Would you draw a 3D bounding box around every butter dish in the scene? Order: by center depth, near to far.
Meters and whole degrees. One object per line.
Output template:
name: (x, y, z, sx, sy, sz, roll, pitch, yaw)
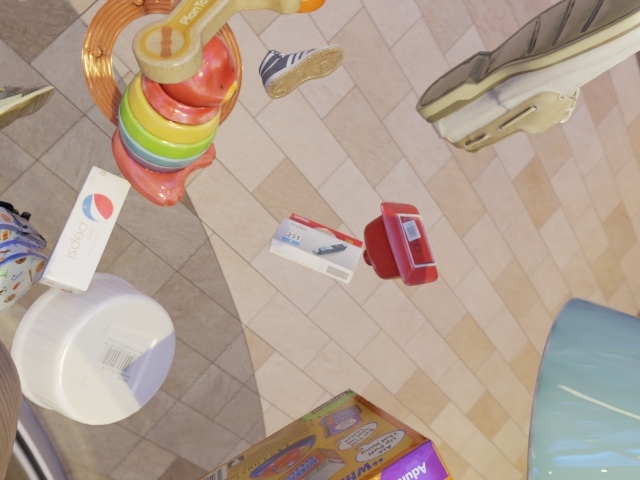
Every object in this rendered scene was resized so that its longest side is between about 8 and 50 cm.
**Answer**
butter dish: (0.134, 0.017, 0.993, 0.160, 0.118, 0.159, -2, 74, -55)

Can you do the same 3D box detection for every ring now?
ring: (-0.337, -0.372, 1.128, 0.337, 0.032, 0.336, -3, 107, -11)

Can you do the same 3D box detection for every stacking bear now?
stacking bear: (-0.219, -0.208, 0.810, 0.164, 0.289, 0.175, 37, 53, -10)

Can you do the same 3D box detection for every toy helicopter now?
toy helicopter: (-0.144, -0.347, 0.702, 0.140, 0.235, 0.355, 100, 16, -62)

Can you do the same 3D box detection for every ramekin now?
ramekin: (-0.413, 0.209, 0.995, 0.277, 0.135, 0.277, -19, 115, -50)

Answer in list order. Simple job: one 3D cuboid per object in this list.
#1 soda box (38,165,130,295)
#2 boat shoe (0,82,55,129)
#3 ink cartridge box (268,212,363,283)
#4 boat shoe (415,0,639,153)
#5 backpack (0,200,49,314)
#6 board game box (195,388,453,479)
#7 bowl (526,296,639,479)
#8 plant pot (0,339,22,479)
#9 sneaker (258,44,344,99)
soda box: (-0.412, -0.018, 0.921, 0.074, 0.069, 0.216, 26, 65, -26)
boat shoe: (-0.705, -0.320, 1.196, 0.073, 0.223, 0.080, 43, 130, -12)
ink cartridge box: (0.000, 0.000, 1.827, 0.296, 0.261, 0.066, 22, 128, 3)
boat shoe: (0.252, -0.187, 0.607, 0.103, 0.302, 0.113, 42, 64, -20)
backpack: (-0.745, 0.041, 1.121, 0.276, 0.213, 0.263, -53, 168, -12)
board game box: (0.019, 0.477, 0.723, 0.357, 0.356, 0.356, -27, 90, -13)
bowl: (0.342, 0.216, 0.532, 0.311, 0.163, 0.311, 2, 88, -51)
plant pot: (-0.312, 0.124, 0.391, 0.110, 0.237, 0.237, -41, 137, -63)
sneaker: (-0.071, -0.579, 1.699, 0.282, 0.153, 0.099, -28, 140, -1)
